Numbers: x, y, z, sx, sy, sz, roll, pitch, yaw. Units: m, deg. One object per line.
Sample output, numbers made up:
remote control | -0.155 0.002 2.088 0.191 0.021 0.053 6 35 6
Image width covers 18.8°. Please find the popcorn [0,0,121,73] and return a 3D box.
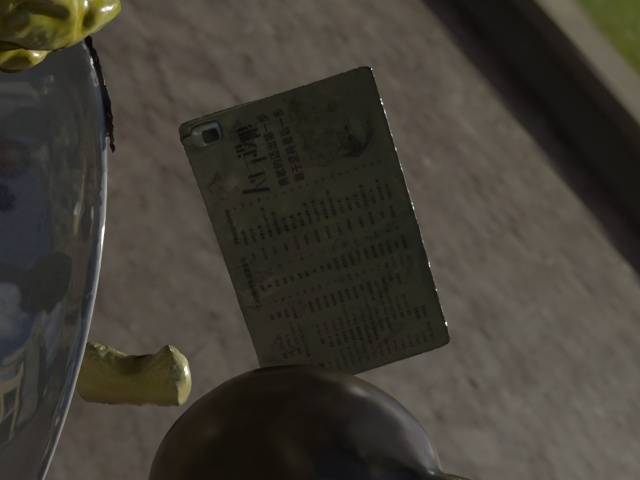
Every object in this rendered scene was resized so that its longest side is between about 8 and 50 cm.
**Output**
popcorn | -0.115 -0.099 0.567 0.121 0.116 0.106 50 35 -5

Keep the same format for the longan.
longan | -0.001 0.158 1.051 0.159 0.204 0.185 -14 93 -57

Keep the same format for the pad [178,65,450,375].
pad | 0.000 0.000 1.546 0.009 0.159 0.265 -110 -178 -62

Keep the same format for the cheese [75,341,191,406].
cheese | -0.123 0.087 1.273 0.030 0.083 0.044 -40 124 -57

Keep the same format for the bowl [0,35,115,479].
bowl | -0.246 0.026 0.891 0.157 0.345 0.345 16 33 -32
